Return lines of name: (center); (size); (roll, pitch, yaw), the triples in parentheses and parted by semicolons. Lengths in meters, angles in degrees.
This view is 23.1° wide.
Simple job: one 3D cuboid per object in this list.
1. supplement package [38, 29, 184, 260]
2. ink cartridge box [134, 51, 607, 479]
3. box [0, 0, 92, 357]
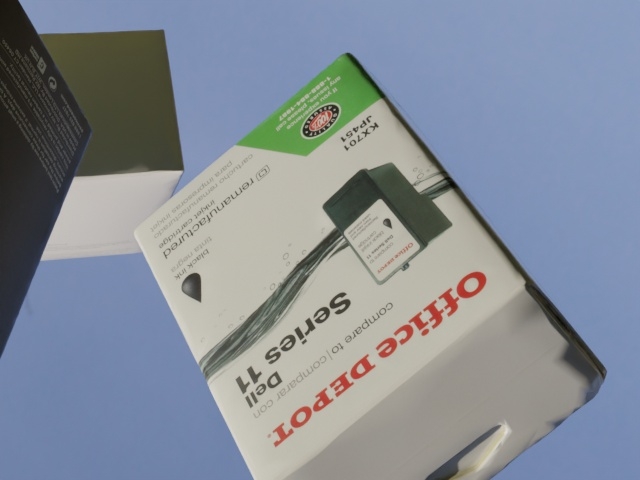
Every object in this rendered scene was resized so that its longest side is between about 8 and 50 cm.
supplement package: (-0.274, -0.103, 1.820); (0.175, 0.293, 0.178); (-4, -106, -16)
ink cartridge box: (0.016, 0.028, 0.751); (0.087, 0.153, 0.208); (46, -173, -41)
box: (-0.407, -0.025, 1.263); (0.343, 0.179, 0.313); (-6, -136, 21)
